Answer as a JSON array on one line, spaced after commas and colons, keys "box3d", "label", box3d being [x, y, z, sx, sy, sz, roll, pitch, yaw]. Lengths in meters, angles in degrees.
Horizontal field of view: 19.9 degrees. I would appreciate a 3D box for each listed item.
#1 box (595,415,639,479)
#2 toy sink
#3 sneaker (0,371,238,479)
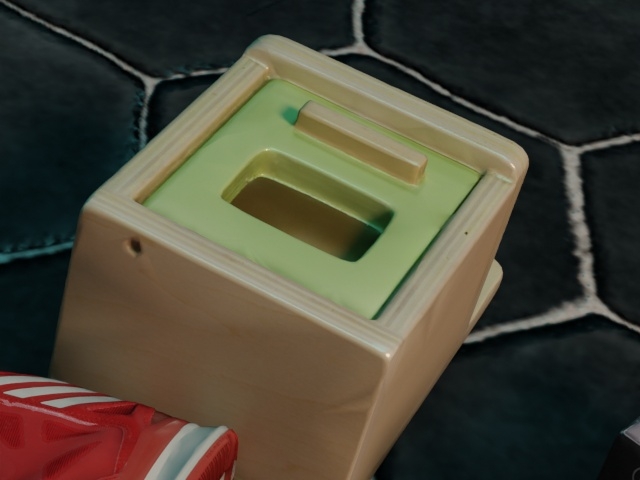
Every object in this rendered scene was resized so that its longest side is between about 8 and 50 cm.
[{"box3d": [0.244, 0.159, 0.756, 0.247, 0.142, 0.163, 37, 43, 24], "label": "box"}, {"box3d": [0.000, 0.000, 0.875, 0.153, 0.131, 0.234, 27, 39, 13], "label": "toy sink"}, {"box3d": [-0.132, 0.127, 0.729, 0.128, 0.087, 0.221, 18, 25, 17], "label": "sneaker"}]
